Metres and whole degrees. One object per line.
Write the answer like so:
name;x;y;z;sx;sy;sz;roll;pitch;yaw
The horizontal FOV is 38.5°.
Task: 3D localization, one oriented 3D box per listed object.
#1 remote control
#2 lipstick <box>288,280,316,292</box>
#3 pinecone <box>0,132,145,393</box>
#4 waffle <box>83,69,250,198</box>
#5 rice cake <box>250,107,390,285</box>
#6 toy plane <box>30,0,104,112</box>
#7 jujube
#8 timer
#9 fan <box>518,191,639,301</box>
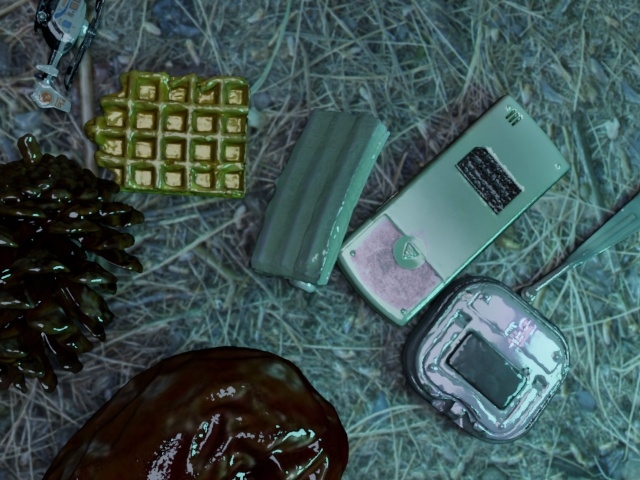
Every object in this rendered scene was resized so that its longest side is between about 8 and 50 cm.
remote control;0.178;-0.040;1.254;0.344;0.050;0.145;-41;94;-10
lipstick;0.000;0.000;1.224;0.040;0.040;0.141;25;82;-8
pinecone;-0.331;0.031;1.079;0.244;0.244;0.309;10;100;-10
waffle;-0.200;-0.140;1.190;0.210;0.055;0.161;4;86;-9
rice cake;-0.005;-0.058;1.198;0.043;0.127;0.237;34;74;-52
toy plane;-0.332;-0.264;1.177;0.078;0.053;0.197;18;79;-18
jujube;-0.155;0.287;1.068;0.377;0.276;0.276;-43;94;-6
timer;0.227;0.161;1.242;0.208;0.069;0.191;38;83;-7
fan;0.397;0.008;1.306;0.282;0.023;0.057;-36;102;-11
